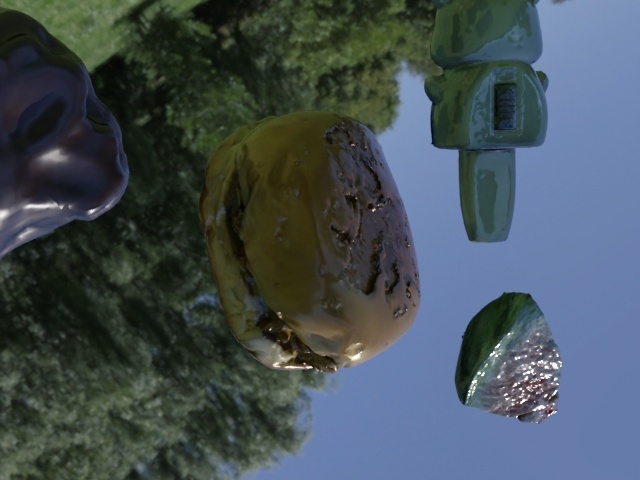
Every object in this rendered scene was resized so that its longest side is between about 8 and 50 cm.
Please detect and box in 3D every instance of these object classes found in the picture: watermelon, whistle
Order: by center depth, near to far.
[{"bbox_3d":[0.140,-0.119,0.704,0.110,0.244,0.092,-6,-168,-12],"label":"whistle"},{"bbox_3d":[0.161,0.109,0.720,0.094,0.180,0.081,5,-121,16],"label":"watermelon"}]

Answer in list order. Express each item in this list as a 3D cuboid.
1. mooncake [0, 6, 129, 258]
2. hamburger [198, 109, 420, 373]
[{"bbox_3d":[-0.421,-0.095,0.940,0.381,0.350,0.212,-49,-145,-18],"label":"mooncake"},{"bbox_3d":[0.000,-0.007,0.996,0.174,0.304,0.284,-14,-175,33],"label":"hamburger"}]
